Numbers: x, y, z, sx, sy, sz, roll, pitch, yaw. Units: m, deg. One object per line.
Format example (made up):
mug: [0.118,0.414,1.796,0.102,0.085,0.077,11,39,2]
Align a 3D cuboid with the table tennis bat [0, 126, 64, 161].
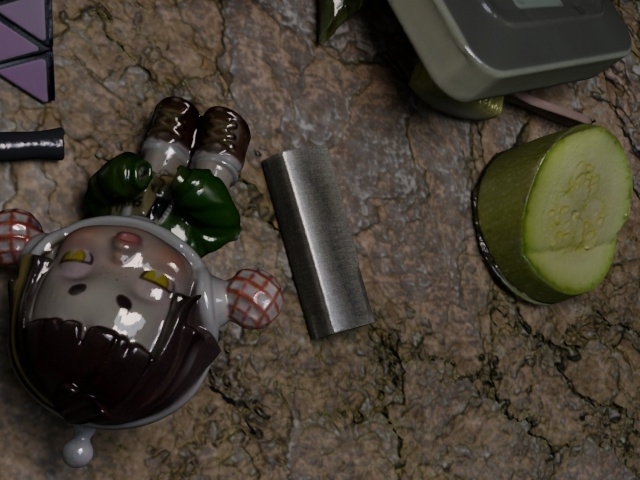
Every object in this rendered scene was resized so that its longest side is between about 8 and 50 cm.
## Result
table tennis bat: [-0.347,-0.083,0.991,0.236,0.027,0.150,-7,81,-34]

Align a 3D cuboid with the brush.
brush: [0.232,-0.172,1.390,0.312,0.072,0.067,14,92,-34]

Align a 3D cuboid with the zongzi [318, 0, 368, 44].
zongzi: [0.005,-0.306,1.275,0.109,0.055,0.119,48,67,-11]

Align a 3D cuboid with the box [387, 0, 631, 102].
box: [0.199,-0.355,1.327,0.373,0.090,0.367,-18,77,-45]

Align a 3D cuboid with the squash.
squash: [0.306,-0.028,1.359,0.220,0.133,0.220,7,79,-36]

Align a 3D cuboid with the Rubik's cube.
Rubik's cube: [-0.319,-0.207,1.036,0.190,0.211,0.178,-18,110,-5]

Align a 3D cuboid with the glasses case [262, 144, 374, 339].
glasses case: [0.000,0.000,1.188,0.070,0.047,0.205,-12,84,-37]

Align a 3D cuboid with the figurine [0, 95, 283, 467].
figurine: [-0.166,0.022,1.007,0.281,0.167,0.370,13,54,5]
